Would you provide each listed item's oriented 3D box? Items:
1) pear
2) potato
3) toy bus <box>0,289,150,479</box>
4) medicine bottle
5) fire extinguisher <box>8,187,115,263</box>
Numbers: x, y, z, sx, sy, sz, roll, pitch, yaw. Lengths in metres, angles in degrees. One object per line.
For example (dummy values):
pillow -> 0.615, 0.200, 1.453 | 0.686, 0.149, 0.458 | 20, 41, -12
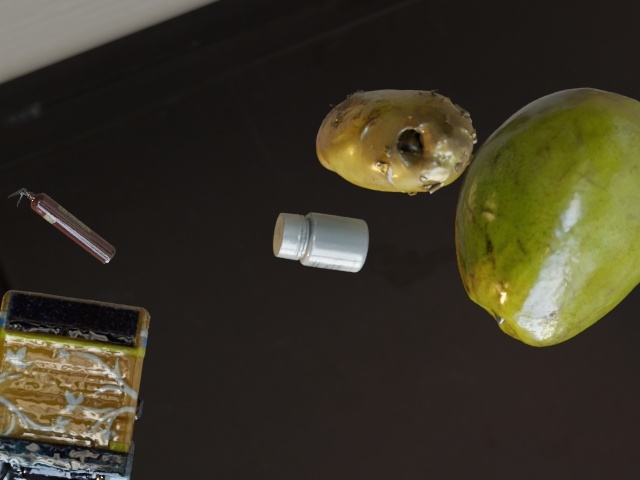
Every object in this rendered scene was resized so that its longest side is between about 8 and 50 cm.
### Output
pear -> 0.285, -0.030, 1.672 | 0.253, 0.307, 0.253 | 33, 176, 2
potato -> 0.102, -0.145, 2.056 | 0.300, 0.173, 0.140 | 20, 130, 56
toy bus -> -0.264, 0.169, 1.486 | 0.323, 0.162, 0.194 | 126, 151, -75
medicine bottle -> 0.000, 0.000, 2.115 | 0.080, 0.130, 0.080 | -171, 90, -77
fire extinguisher -> -0.372, -0.030, 2.076 | 0.173, 0.035, 0.049 | 40, -152, -21
